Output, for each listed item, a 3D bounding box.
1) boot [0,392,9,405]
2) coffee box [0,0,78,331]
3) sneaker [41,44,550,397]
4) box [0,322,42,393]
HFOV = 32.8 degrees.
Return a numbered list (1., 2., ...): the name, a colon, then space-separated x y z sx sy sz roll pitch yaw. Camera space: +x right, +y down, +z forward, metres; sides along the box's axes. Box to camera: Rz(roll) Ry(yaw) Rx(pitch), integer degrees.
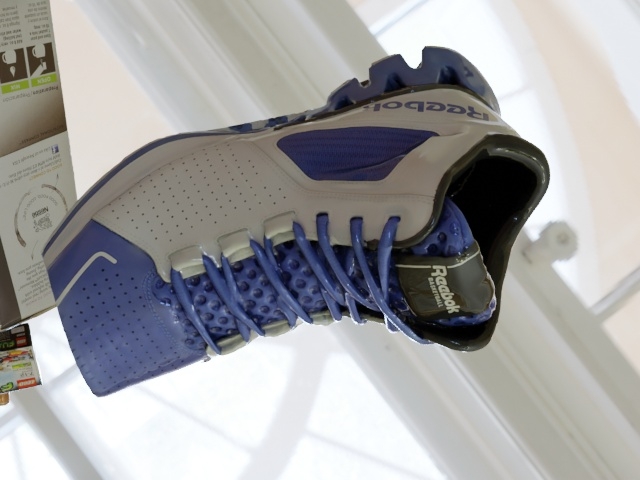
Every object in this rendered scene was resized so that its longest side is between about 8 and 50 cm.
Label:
1. boot: -0.468 0.132 1.553 0.283 0.220 0.109 -3 -175 21
2. coffee box: -0.334 -0.082 1.031 0.168 0.297 0.119 8 -158 35
3. sneaker: 0.001 0.000 0.624 0.315 0.127 0.182 -28 -148 -9
4. box: -0.459 0.163 1.358 0.207 0.036 0.114 -11 149 -13
